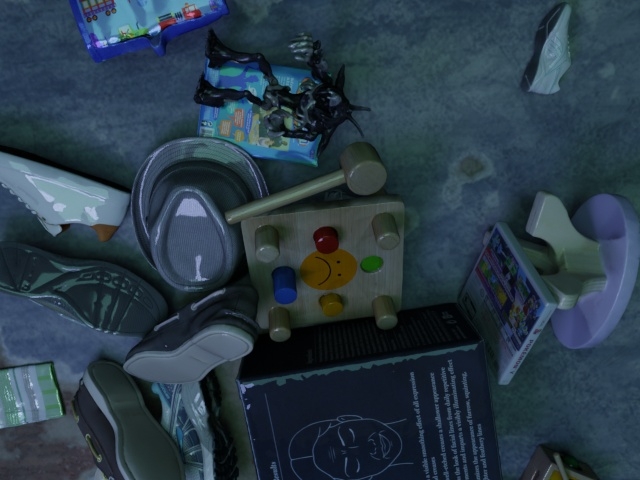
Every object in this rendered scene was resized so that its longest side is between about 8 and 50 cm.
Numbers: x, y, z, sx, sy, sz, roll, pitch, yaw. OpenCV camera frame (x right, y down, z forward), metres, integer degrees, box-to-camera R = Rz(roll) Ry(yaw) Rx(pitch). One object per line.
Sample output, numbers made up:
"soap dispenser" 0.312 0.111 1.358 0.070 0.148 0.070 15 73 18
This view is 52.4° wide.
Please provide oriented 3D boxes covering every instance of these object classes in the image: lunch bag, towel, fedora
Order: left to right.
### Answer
"towel" -0.562 0.291 1.208 0.152 0.023 0.113 -10 101 1
"lunch bag" -0.274 -0.419 0.977 0.221 0.138 0.293 -17 81 2
"fedora" -0.205 -0.024 1.078 0.244 0.124 0.275 5 112 -2

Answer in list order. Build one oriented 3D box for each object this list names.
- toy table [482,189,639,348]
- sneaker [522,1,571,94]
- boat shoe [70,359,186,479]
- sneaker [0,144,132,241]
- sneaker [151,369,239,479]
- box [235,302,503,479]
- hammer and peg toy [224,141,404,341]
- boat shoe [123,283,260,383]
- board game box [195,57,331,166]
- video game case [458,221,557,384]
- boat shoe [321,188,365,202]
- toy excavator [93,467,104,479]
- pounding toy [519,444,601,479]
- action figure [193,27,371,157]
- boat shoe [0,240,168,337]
"toy table" 0.395 0.051 1.075 0.161 0.252 0.274 4 101 -16
"sneaker" 0.392 -0.320 1.093 0.061 0.053 0.152 12 106 -12
"boat shoe" -0.335 0.351 1.109 0.324 0.117 0.096 47 111 33
"sneaker" -0.478 -0.077 1.096 0.290 0.106 0.123 21 97 -6
"sneaker" -0.231 0.364 1.172 0.122 0.110 0.282 -16 77 12
"box" 0.083 0.303 1.122 0.396 0.212 0.293 -9 101 0
"hammer and peg toy" 0.000 0.000 1.034 0.266 0.127 0.361 -7 131 -2
"boat shoe" -0.208 0.160 1.070 0.112 0.095 0.335 36 139 -28
"board game box" -0.096 -0.220 1.104 0.210 0.047 0.160 9 100 -2
"video game case" 0.298 0.100 1.064 0.023 0.201 0.183 5 127 -16
"boat shoe" 0.021 -0.055 1.134 0.184 0.066 0.063 -17 101 12
"toy excavator" -0.206 0.603 1.202 0.433 0.222 0.444 6 87 -1
"pounding toy" 0.446 0.453 1.210 0.130 0.100 0.141 23 100 -5
"action figure" -0.053 -0.230 1.010 0.276 0.141 0.164 15 88 -2
"boat shoe" -0.424 0.087 1.142 0.321 0.103 0.118 17 81 -9
